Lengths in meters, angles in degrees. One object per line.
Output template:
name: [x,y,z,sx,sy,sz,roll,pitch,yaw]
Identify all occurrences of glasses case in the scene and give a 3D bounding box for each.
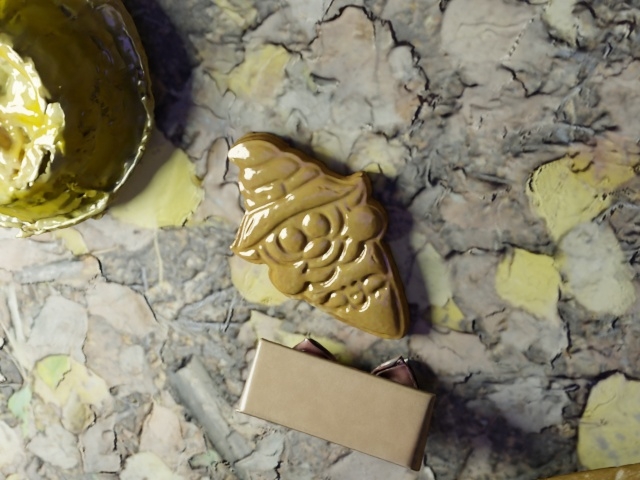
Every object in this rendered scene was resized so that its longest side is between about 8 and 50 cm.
glasses case: [0.023,0.149,1.769,0.194,0.070,0.102,17,89,14]

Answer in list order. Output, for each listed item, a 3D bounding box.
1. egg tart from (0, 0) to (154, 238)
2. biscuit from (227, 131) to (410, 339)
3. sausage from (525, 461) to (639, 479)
egg tart: [-0.311,-0.140,1.721,0.315,0.120,0.314,6,114,15]
biscuit: [0.000,0.000,1.727,0.162,0.035,0.250,-38,98,32]
sausage: [0.254,0.279,1.699,0.501,0.136,0.123,-12,81,25]
